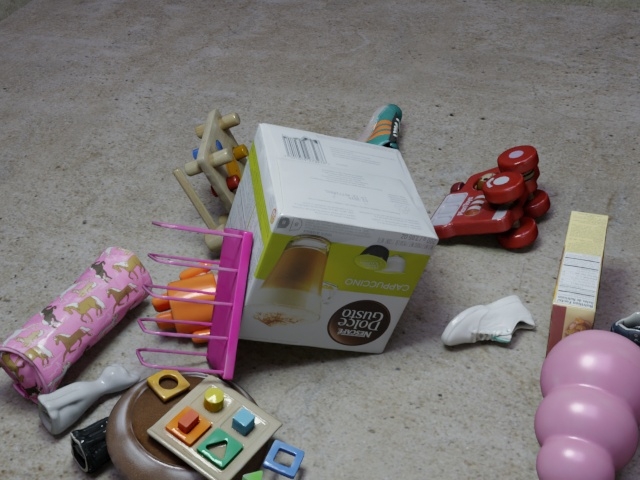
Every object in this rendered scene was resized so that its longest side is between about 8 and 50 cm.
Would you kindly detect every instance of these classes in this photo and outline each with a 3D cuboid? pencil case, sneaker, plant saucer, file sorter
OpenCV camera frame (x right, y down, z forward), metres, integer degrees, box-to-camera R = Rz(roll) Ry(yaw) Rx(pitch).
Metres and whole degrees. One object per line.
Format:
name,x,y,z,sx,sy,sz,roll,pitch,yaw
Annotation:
pencil case,-0.532,0.175,1.738,0.167,0.160,0.386,-1,36,35
sneaker,0.184,-0.281,2.269,0.121,0.108,0.302,17,52,24
plant saucer,-0.250,0.352,1.510,0.311,0.050,0.310,8,37,-6
sneaker,0.649,0.237,1.514,0.086,0.163,0.226,-26,44,-32
file sorter,-0.264,0.111,1.597,0.182,0.290,0.202,8,1,-19
sneaker,0.363,0.188,1.688,0.212,0.080,0.094,-19,52,-18

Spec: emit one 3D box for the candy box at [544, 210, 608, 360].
candy box,0.545,0.103,1.677,0.088,0.182,0.316,9,41,18

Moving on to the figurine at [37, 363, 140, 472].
figurine,-0.432,0.339,1.595,0.209,0.092,0.215,-27,42,-36

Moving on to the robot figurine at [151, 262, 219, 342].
robot figurine,-0.265,0.138,1.777,0.220,0.128,0.158,-12,33,-9

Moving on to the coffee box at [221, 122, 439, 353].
coffee box,0.000,0.000,1.684,0.338,0.334,0.338,9,36,-19

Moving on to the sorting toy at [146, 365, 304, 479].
sorting toy,-0.193,0.339,1.465,0.348,0.047,0.196,30,40,20

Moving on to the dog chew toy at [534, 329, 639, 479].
dog chew toy,0.479,0.322,1.412,0.207,0.206,0.331,13,50,22

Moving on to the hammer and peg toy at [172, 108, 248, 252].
hammer and peg toy,-0.243,-0.158,2.039,0.127,0.266,0.361,-18,35,16

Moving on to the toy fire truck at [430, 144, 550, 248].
toy fire truck,0.424,-0.108,1.992,0.254,0.169,0.302,-3,34,34
